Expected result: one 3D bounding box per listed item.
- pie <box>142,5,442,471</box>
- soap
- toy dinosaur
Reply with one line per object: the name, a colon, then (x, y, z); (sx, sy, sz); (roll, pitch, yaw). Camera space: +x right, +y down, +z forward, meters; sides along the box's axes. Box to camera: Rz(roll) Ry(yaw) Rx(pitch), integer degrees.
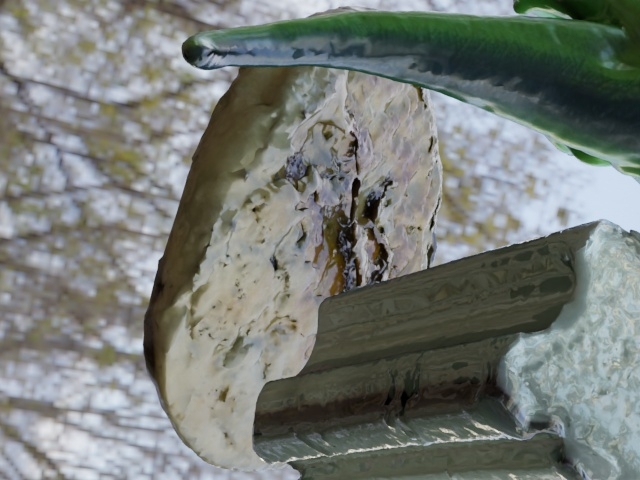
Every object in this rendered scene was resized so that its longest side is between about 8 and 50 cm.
pie: (-0.001, 0.000, 1.104); (0.077, 0.339, 0.339); (16, -87, 29)
soap: (0.083, 0.079, 0.696); (0.094, 0.150, 0.261); (-58, -165, -21)
toy dinosaur: (0.211, -0.053, 0.898); (0.374, 0.500, 0.144); (23, -66, 35)
